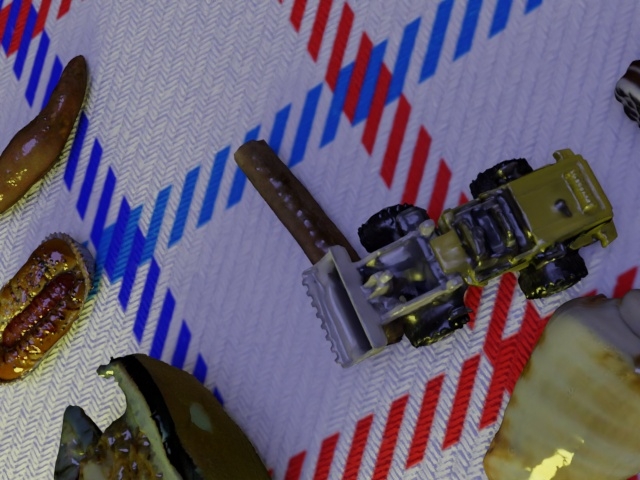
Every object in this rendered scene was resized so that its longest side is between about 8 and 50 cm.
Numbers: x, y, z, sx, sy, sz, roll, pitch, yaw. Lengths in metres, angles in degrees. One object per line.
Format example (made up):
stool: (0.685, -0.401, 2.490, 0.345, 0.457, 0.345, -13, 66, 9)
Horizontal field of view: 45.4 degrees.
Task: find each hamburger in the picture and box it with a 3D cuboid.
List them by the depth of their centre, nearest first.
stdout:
hamburger: (-0.139, 0.262, 0.741, 0.167, 0.192, 0.288, -42, 48, 3)

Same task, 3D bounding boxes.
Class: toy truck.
toy truck: (0.123, 0.012, 0.698, 0.286, 0.111, 0.136, -25, 75, 1)

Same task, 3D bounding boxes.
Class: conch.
conch: (0.243, 0.138, 0.651, 0.158, 0.127, 0.255, 37, 96, 18)

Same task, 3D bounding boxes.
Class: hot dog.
hot dog: (-0.330, 0.082, 0.883, 0.099, 0.053, 0.192, 38, 94, 22)

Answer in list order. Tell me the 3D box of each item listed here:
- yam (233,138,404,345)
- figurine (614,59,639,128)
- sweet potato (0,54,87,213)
yam: (0.000, 0.000, 0.789, 0.046, 0.046, 0.264, -41, 73, 9)
figurine: (0.416, -0.092, 0.588, 0.323, 0.196, 0.320, 63, 146, 22)
sweet potato: (-0.347, -0.107, 0.911, 0.255, 0.058, 0.078, -52, 51, 2)
